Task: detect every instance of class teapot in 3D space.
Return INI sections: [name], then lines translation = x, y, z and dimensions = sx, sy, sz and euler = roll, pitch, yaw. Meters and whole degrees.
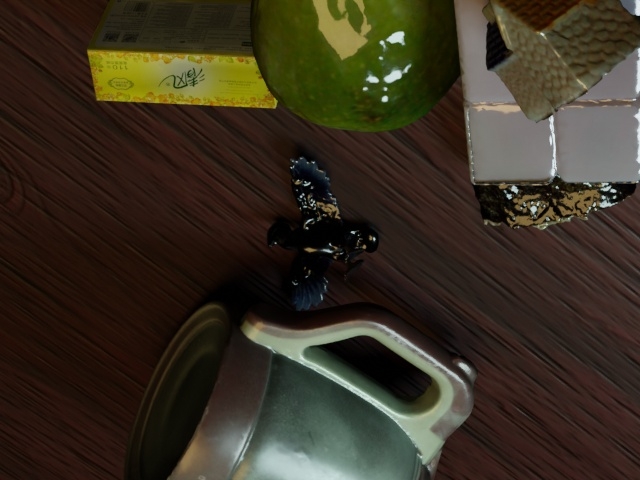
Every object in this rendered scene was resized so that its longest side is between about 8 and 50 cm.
[teapot]
translation = -0.003, 0.195, 1.913
dimensions = 0.312, 0.233, 0.315
euler = 25, 117, -21

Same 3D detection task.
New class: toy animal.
[toy animal]
translation = 0.000, 0.000, 1.842
dimensions = 0.108, 0.062, 0.220
euler = 18, 136, 22

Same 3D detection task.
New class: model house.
[model house]
translation = 0.174, -0.157, 1.344
dimensions = 0.100, 0.088, 0.100
euler = 51, 158, -1

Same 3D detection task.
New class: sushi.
[sushi]
translation = 0.220, -0.062, 1.708
dimensions = 0.150, 0.090, 0.078
euler = -12, 119, 15

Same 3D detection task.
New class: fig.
[fig]
translation = 0.023, -0.218, 1.504
dimensions = 0.206, 0.206, 0.275
euler = 4, 156, 9

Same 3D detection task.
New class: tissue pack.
[tissue pack]
translation = -0.119, -0.176, 1.679
dimensions = 0.176, 0.095, 0.062
euler = 3, 131, 9

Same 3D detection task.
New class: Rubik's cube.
[Rubik's cube]
translation = 0.237, -0.196, 1.492
dimensions = 0.224, 0.231, 0.221
euler = 1, 131, 14
